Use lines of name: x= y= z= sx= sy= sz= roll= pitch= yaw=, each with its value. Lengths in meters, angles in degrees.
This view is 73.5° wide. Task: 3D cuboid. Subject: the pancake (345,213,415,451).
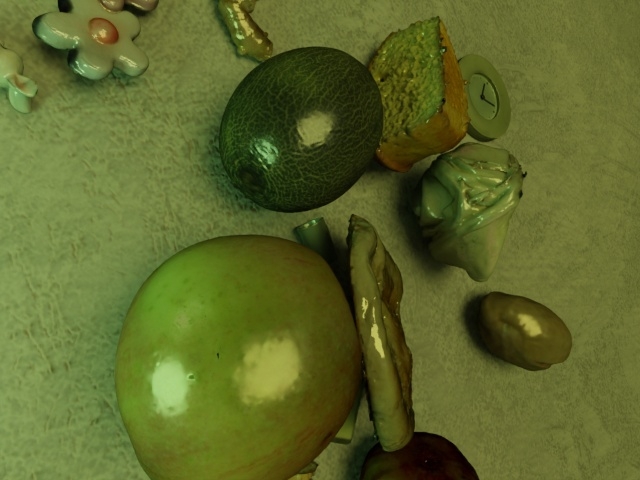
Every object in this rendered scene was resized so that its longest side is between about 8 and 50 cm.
pancake: x=0.106 y=0.143 z=0.717 sx=0.387 sy=0.082 sz=0.387 roll=-10 pitch=90 yaw=-79

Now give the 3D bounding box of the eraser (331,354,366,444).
eraser: x=0.017 y=0.265 z=0.772 sx=0.117 sy=0.058 sz=0.172 roll=24 pitch=71 yaw=-29

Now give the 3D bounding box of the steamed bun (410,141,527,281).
steamed bun: x=0.296 y=-0.068 z=0.920 sx=0.268 sy=0.207 sz=0.280 roll=-55 pitch=154 yaw=-49

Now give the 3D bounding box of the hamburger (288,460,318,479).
hamburger: x=-0.092 y=0.397 z=0.672 sx=0.176 sy=0.087 sz=0.102 roll=11 pitch=90 yaw=-40

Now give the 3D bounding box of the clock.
clock: x=0.432 y=-0.384 z=1.156 sx=0.234 sy=0.029 sz=0.235 roll=7 pitch=78 yaw=-33

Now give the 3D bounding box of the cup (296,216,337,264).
cup: x=-0.005 y=0.002 z=0.805 sx=0.054 sy=0.075 sz=0.083 roll=-22 pitch=102 yaw=3

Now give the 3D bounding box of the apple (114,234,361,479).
apple: x=-0.090 y=0.149 z=0.558 sx=0.277 sy=0.319 sz=0.319 roll=-15 pitch=93 yaw=-2

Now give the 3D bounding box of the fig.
fig: x=0.167 y=0.522 z=0.785 sx=0.216 sy=0.217 sz=0.321 roll=-2 pitch=108 yaw=-34

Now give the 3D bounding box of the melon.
melon: x=-0.021 y=-0.183 z=0.695 sx=0.237 sy=0.237 sz=0.302 roll=50 pitch=54 yaw=-18

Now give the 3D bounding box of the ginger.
ginger: x=-0.160 y=-0.453 z=0.740 sx=0.089 sy=0.075 sz=0.288 roll=-26 pitch=104 yaw=-10

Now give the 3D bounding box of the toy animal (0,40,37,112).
toy animal: x=-0.422 y=-0.224 z=0.534 sx=0.124 sy=0.071 sz=0.085 roll=8 pitch=79 yaw=-33

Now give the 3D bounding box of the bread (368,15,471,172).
bread: x=0.203 y=-0.276 z=0.875 sx=0.179 sy=0.194 sz=0.340 roll=38 pitch=48 yaw=-38

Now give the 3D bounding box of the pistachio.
pistachio: x=0.491 y=0.219 z=1.038 sx=0.293 sy=0.162 sz=0.182 roll=23 pitch=36 yaw=-26

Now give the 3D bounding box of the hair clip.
hair clip: x=-0.316 y=-0.337 z=0.625 sx=0.146 sy=0.075 sz=0.257 roll=12 pitch=73 yaw=-27
